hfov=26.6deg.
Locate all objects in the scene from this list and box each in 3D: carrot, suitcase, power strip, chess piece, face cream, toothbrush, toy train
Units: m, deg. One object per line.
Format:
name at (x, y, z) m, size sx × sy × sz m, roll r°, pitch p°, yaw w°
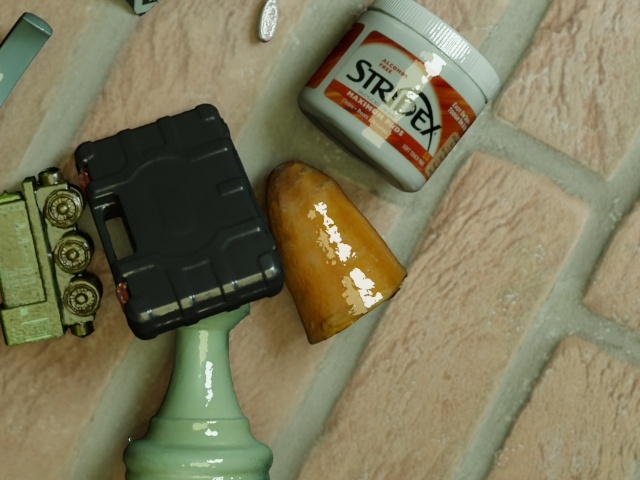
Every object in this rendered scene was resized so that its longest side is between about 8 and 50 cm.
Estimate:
carrot at (0.000, 0.000, 1.776) m, size 0.159 × 0.159 × 0.225 m, roll -30°, pitch 98°, yaw -5°
suitcase at (-0.180, -0.028, 1.708) m, size 0.206 × 0.066 × 0.285 m, roll -19°, pitch 60°, yaw -8°
power strip at (-0.408, -0.189, 1.690) m, size 0.044 × 0.137 × 0.216 m, roll 33°, pitch 95°, yaw -18°
chess piece at (-0.155, 0.176, 1.764) m, size 0.194 × 0.194 × 0.299 m, roll 3°, pitch 87°, yaw -10°
face cream at (0.099, -0.189, 1.746) m, size 0.201 × 0.201 × 0.187 m, roll 39°, pitch 89°, yaw -12°
toothbrush at (-0.048, -0.412, 1.787) m, size 0.025 × 0.029 × 0.307 m, roll 10°, pitch 92°, yaw -22°
toy train at (-0.359, 0.022, 1.748) m, size 0.137 × 0.090 × 0.225 m, roll -11°, pitch 98°, yaw -5°

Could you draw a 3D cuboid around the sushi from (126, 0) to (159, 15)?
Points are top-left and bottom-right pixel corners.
sushi at (-0.210, -0.428, 1.701) m, size 0.219 × 0.047 × 0.231 m, roll -43°, pitch 145°, yaw -3°
